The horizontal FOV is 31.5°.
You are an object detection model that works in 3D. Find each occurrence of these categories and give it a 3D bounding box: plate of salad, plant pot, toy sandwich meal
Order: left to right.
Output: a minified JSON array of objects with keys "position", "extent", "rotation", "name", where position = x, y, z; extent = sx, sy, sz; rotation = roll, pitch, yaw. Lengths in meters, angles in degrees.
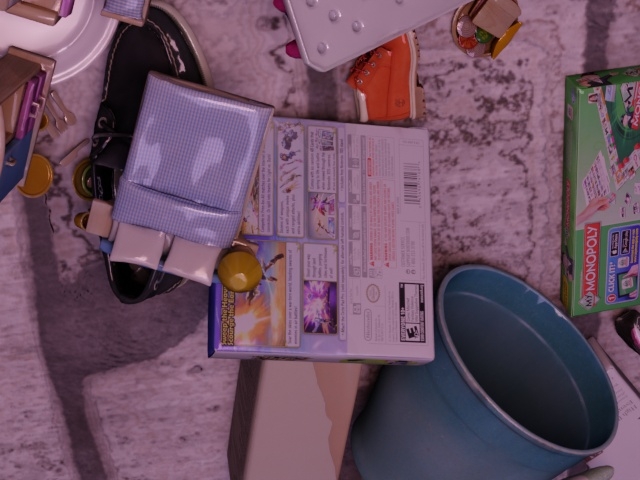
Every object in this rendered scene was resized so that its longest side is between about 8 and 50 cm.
[{"position":[-0.299,-0.251,1.133],"extent":[0.200,0.048,0.200],"rotation":[-3,101,-17],"name":"plate of salad"},{"position":[0.178,0.212,1.403],"extent":[0.271,0.272,0.255],"rotation":[26,126,-23],"name":"plant pot"},{"position":[0.188,-0.241,1.271],"extent":[0.085,0.029,0.086],"rotation":[-5,119,-9],"name":"toy sandwich meal"}]

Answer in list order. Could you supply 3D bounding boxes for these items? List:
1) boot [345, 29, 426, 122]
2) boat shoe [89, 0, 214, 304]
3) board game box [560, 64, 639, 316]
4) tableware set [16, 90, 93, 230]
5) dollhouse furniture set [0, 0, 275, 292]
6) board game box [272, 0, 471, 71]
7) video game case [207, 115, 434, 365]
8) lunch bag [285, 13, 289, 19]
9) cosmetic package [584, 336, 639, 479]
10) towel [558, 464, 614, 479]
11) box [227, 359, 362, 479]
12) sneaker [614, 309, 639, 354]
[{"position":[0.068,-0.201,1.257],"extent":[0.084,0.059,0.158],"rotation":[-9,121,-1],"name":"boot"},{"position":[-0.194,-0.081,1.216],"extent":[0.127,0.113,0.340],"rotation":[20,122,18],"name":"boat shoe"},{"position":[0.407,-0.064,1.404],"extent":[0.213,0.046,0.317],"rotation":[-8,120,-6],"name":"board game box"},{"position":[-0.283,-0.077,1.240],"extent":[0.104,0.024,0.154],"rotation":[-46,126,-28],"name":"tableware set"},{"position":[-0.168,-0.095,1.043],"extent":[0.303,0.198,0.286],"rotation":[17,110,-6],"name":"dollhouse furniture set"},{"position":[0.074,-0.403,1.023],"extent":[0.390,0.050,0.390],"rotation":[-30,114,-26],"name":"board game box"},{"position":[0.000,0.000,1.261],"extent":[0.244,0.061,0.269],"rotation":[4,75,-14],"name":"video game case"},{"position":[0.004,-0.237,1.217],"extent":[0.067,0.065,0.098],"rotation":[-31,119,7],"name":"lunch bag"},{"position":[0.396,0.251,1.555],"extent":[0.117,0.085,0.231],"rotation":[-39,117,11],"name":"cosmetic package"},{"position":[0.194,0.377,1.471],"extent":[0.325,0.038,0.248],"rotation":[-12,162,-35],"name":"towel"},{"position":[-0.034,0.189,1.401],"extent":[0.121,0.148,0.311],"rotation":[3,119,-13],"name":"box"},{"position":[0.465,0.137,1.524],"extent":[0.077,0.072,0.178],"rotation":[-48,125,2],"name":"sneaker"}]
